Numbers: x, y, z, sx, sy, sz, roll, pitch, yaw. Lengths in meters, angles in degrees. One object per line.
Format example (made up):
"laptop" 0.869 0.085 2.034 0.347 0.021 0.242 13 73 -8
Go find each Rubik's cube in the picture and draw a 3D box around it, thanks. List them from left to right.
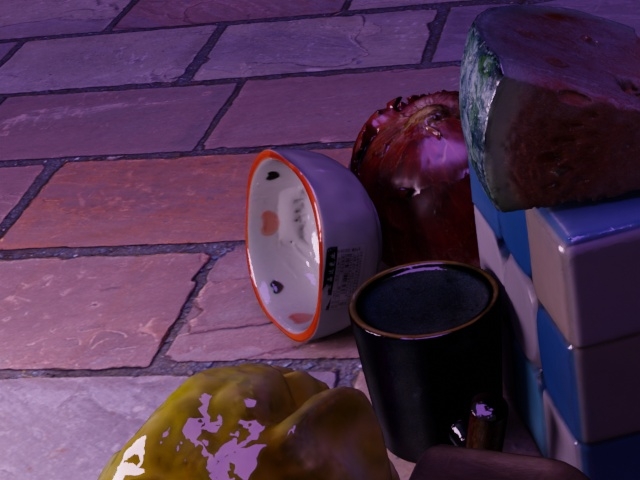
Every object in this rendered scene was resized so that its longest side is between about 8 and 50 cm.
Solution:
"Rubik's cube" 0.370 0.041 1.464 0.344 0.347 0.346 -14 27 -5

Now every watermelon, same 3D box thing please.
"watermelon" 0.244 -0.122 1.344 0.226 0.148 0.318 28 29 25

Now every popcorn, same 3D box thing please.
"popcorn" -0.095 0.258 1.212 0.294 0.292 0.334 -10 32 42

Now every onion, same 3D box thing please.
"onion" 0.171 -0.075 1.863 0.276 0.276 0.276 -8 27 4

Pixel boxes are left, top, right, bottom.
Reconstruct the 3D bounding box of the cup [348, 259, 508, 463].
"cup" 0.120 0.155 1.507 0.166 0.177 0.239 -5 28 8

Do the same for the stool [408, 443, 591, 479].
"stool" 0.215 0.284 1.230 0.264 0.179 0.179 3 30 24

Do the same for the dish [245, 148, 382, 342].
"dish" 0.000 0.000 1.796 0.117 0.256 0.256 -8 24 -26
